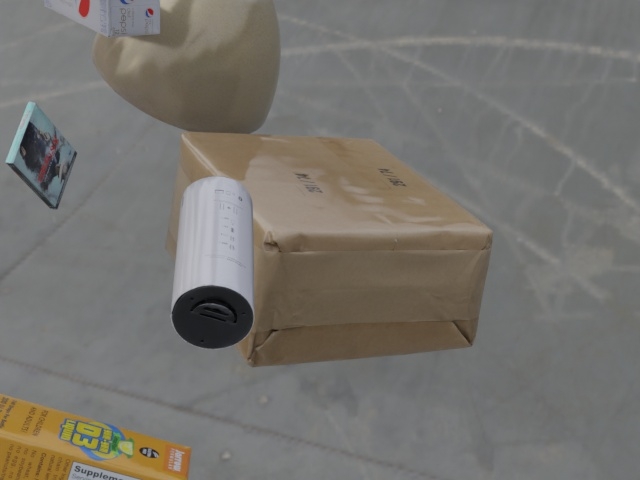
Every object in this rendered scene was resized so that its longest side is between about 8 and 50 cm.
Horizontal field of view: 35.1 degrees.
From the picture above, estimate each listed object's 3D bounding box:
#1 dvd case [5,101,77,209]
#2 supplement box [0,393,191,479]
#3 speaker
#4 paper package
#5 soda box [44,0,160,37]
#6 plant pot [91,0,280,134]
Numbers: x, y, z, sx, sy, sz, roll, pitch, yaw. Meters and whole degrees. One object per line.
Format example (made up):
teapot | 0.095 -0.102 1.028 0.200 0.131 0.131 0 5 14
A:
dvd case | -0.345 -0.103 1.256 0.013 0.119 0.087 6 65 16
supplement box | -0.230 0.191 0.860 0.233 0.080 0.078 20 13 -11
speaker | -0.073 0.012 0.698 0.055 0.055 0.136 -6 35 -1
paper package | 0.000 0.000 1.234 0.309 0.168 0.325 -1 24 -28
soda box | -0.287 -0.319 1.310 0.074 0.069 0.216 -12 28 -33
plant pot | -0.172 -0.315 1.491 0.284 0.191 0.284 21 32 -14
